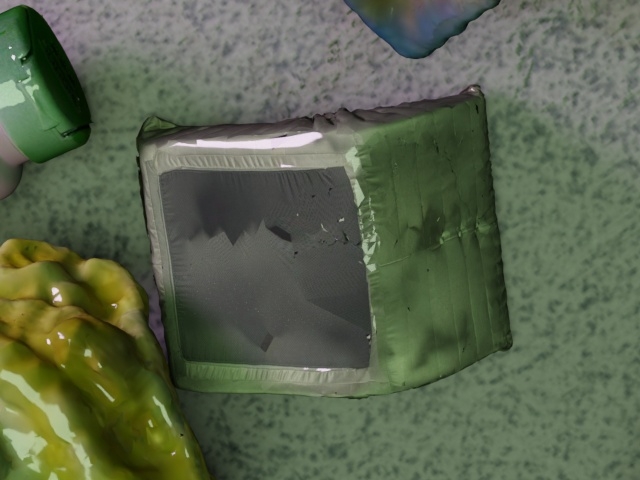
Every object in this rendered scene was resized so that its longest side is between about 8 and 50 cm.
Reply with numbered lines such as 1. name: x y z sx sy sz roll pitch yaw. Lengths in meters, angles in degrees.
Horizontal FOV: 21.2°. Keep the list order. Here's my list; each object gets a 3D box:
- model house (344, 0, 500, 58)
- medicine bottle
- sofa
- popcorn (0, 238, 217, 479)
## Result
1. model house: -0.004 -0.307 1.031 0.382 0.342 0.334 17 65 21
2. medicine bottle: -0.303 -0.064 1.202 0.274 0.133 0.133 -22 97 8
3. sofa: 0.000 0.000 1.218 0.225 0.176 0.210 -3 101 34
4. popcorn: -0.206 0.165 1.146 0.312 0.312 0.312 1 100 4
